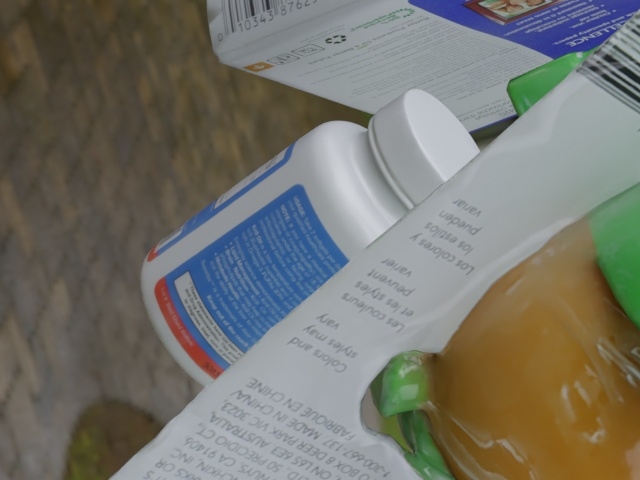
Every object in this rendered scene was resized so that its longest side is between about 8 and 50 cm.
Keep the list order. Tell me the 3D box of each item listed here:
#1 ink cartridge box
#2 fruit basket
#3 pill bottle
[{"bbox_3d":[0.129,-0.171,1.338,0.307,0.303,0.072,9,65,-56],"label":"ink cartridge box"},{"bbox_3d":[0.100,0.077,0.584,0.327,0.353,0.165,30,32,-36],"label":"fruit basket"},{"bbox_3d":[0.000,0.000,1.194,0.124,0.221,0.124,41,29,-28],"label":"pill bottle"}]
